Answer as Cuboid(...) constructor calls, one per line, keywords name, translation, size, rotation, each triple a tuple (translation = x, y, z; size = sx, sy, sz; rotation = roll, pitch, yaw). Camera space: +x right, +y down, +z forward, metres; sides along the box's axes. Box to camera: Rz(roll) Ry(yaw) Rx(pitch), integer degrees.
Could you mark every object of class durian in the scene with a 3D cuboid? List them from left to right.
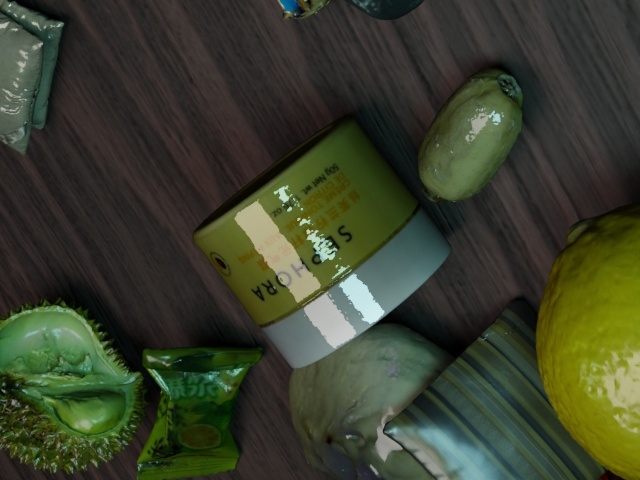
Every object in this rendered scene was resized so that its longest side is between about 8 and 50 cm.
Cuboid(name="durian", translation=(-0.341, 0.197, 2.302), size=(0.237, 0.200, 0.176), rotation=(40, 137, 3))

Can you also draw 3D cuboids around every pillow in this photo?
Cuboid(name="pillow", translation=(-0.378, -0.210, 2.120), size=(0.134, 0.078, 0.181), rotation=(33, 134, 13))
Cuboid(name="pillow", translation=(0.208, 0.205, 1.912), size=(0.208, 0.212, 0.052), rotation=(48, 168, -3))

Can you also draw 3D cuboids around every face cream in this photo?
Cuboid(name="face cream", translation=(0.000, 0.000, 1.890), size=(0.179, 0.218, 0.218), rotation=(53, 136, -6))

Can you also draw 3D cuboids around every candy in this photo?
Cuboid(name="candy", translation=(-0.162, 0.215, 2.251), size=(0.069, 0.149, 0.246), rotation=(-112, 25, -49))

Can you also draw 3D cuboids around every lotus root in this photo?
Cuboid(name="lotus root", translation=(0.145, -0.098, 1.803), size=(0.077, 0.090, 0.183), rotation=(19, 140, -13))

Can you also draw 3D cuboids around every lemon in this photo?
Cuboid(name="lemon", translation=(0.339, 0.099, 1.676), size=(0.293, 0.293, 0.293), rotation=(20, 131, 25))

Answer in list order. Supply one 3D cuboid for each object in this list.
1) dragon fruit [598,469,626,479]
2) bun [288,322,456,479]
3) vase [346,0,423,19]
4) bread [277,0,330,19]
Cuboid(name="dragon fruit", translation=(0.321, 0.324, 1.979), size=(0.122, 0.092, 0.192), rotation=(30, 134, 16))
Cuboid(name="bun", translation=(0.078, 0.218, 2.034), size=(0.273, 0.168, 0.273), rotation=(27, 139, 27))
Cuboid(name="vase", translation=(-0.027, -0.352, 1.702), size=(0.321, 0.173, 0.173), rotation=(31, 135, 22))
Cuboid(name="bread", translation=(-0.031, -0.280, 1.830), size=(0.106, 0.053, 0.072), rotation=(53, 159, -5))
